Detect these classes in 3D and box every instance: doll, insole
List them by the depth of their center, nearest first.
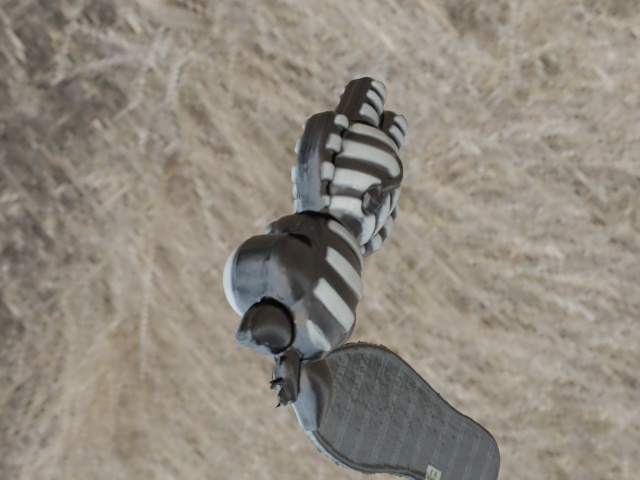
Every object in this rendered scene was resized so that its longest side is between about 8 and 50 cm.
[{"bbox_3d":[0.000,0.000,0.863,0.067,0.219,0.091,-4,138,31],"label":"doll"},{"bbox_3d":[0.074,0.163,1.299,0.012,0.110,0.309,3,157,38],"label":"insole"}]
